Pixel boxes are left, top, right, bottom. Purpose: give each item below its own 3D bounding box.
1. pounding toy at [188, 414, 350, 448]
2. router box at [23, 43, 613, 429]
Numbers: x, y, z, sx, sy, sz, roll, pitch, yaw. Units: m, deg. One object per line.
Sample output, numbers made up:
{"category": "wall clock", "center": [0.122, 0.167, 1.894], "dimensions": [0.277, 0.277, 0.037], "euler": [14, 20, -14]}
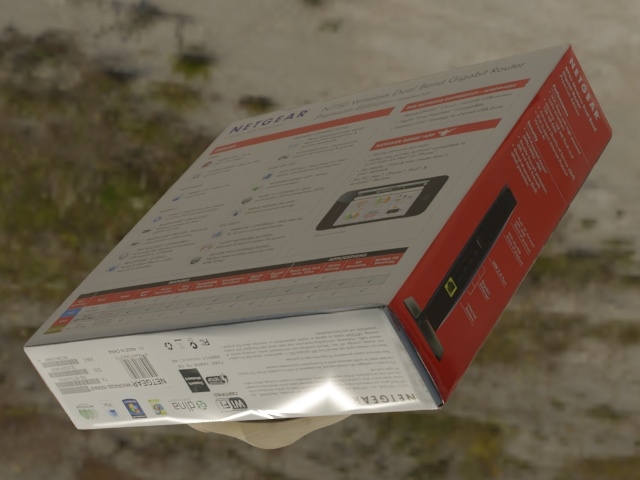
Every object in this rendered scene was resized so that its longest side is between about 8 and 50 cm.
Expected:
{"category": "pounding toy", "center": [-0.054, 0.077, 1.394], "dimensions": [0.269, 0.155, 0.154], "euler": [-27, 132, 29]}
{"category": "router box", "center": [0.000, 0.000, 1.130], "dimensions": [0.335, 0.301, 0.082], "euler": [-9, 121, 41]}
